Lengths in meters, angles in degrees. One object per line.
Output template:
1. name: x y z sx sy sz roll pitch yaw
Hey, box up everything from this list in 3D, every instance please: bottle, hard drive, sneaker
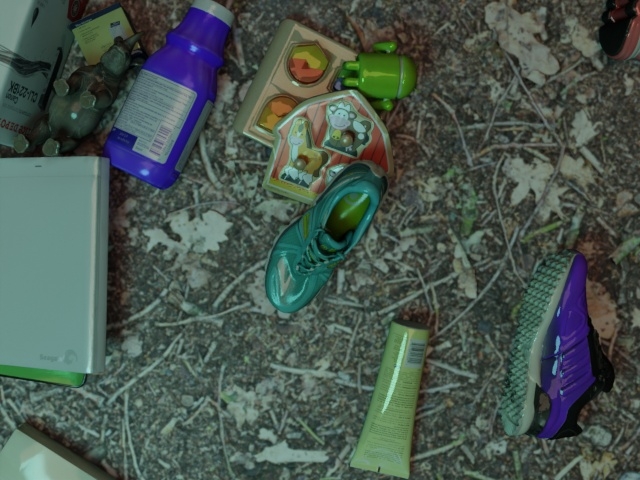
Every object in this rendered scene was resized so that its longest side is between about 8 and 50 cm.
1. bottle: -0.217 -0.221 1.184 0.118 0.092 0.282 25 89 11
2. hard drive: -0.404 0.032 1.169 0.203 0.040 0.307 1 90 22
3. sneaker: 0.000 0.000 1.162 0.107 0.110 0.275 31 112 -9
4. sneaker: 0.528 -0.416 1.205 0.136 0.116 0.313 12 97 -11
5. sneaker: 0.377 0.162 1.202 0.146 0.102 0.293 13 95 -5

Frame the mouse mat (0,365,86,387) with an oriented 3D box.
1. mouse mat: -0.445 0.140 1.226 0.190 0.007 0.152 9 90 0

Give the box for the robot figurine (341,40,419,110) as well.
1. robot figurine: 0.090 -0.243 1.175 0.115 0.067 0.101 1 97 -7

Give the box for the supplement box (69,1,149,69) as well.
1. supplement box: -0.317 -0.299 1.201 0.083 0.056 0.083 -25 91 -1

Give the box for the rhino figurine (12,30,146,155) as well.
1. rhino figurine: -0.332 -0.212 1.138 0.073 0.106 0.243 44 106 -5

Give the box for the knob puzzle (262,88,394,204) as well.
1. knob puzzle: 0.019 -0.132 1.181 0.213 0.030 0.213 3 115 7

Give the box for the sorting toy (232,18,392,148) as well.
1. sorting toy: -0.005 -0.214 1.217 0.208 0.038 0.192 25 90 -1

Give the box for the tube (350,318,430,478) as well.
1. tube: 0.112 0.241 1.216 0.070 0.062 0.240 15 97 42

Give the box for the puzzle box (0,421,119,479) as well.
1. puzzle box: -0.357 0.497 1.206 0.409 0.052 0.272 34 90 -1

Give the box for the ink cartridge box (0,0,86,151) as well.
1. ink cartridge box: -0.447 -0.274 1.128 0.114 0.197 0.272 20 91 -1
